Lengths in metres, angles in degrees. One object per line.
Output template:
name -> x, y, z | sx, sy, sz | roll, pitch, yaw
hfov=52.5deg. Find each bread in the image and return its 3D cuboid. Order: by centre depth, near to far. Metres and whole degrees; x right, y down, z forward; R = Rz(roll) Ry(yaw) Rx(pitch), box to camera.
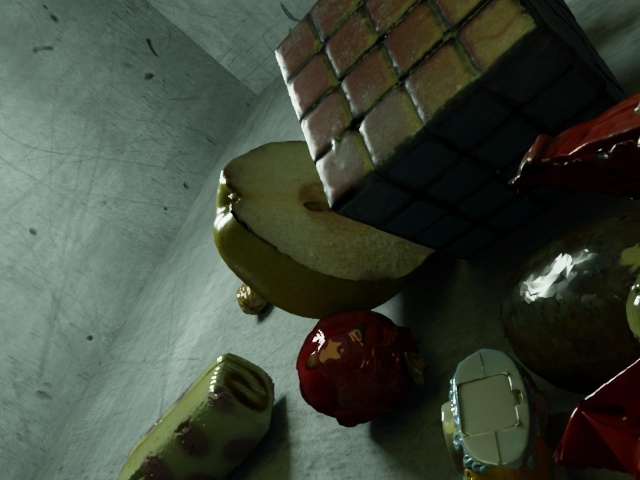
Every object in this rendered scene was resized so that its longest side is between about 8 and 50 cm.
bread -> -0.233, 0.382, 1.225 | 0.338, 0.155, 0.187 | -48, 13, 16

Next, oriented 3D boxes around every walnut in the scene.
walnut -> -0.165, 0.137, 1.589 | 0.096, 0.083, 0.078 | -96, 20, -59

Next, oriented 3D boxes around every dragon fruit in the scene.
dragon fruit -> 0.362, -0.085, 0.496 | 0.282, 0.344, 0.100 | 172, 102, -68
dragon fruit -> 0.050, 0.185, 0.949 | 0.210, 0.172, 0.172 | -29, 31, 47

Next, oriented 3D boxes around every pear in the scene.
pear -> 0.000, 0.000, 1.106 | 0.340, 0.387, 0.191 | -105, 31, -43

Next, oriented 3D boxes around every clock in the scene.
clock -> 0.191, 0.204, 0.670 | 0.103, 0.144, 0.230 | -15, 34, 18

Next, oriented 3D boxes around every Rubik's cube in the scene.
Rubik's cube -> 0.192, -0.218, 0.931 | 0.344, 0.337, 0.343 | -39, 52, 33

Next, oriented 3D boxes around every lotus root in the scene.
lotus root -> 0.282, 0.066, 0.641 | 0.275, 0.152, 0.160 | 127, 151, -64

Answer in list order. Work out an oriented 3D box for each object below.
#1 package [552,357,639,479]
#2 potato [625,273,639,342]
package -> 0.354, 0.139, 0.351 | 0.424, 0.196, 0.123 | -7, 69, 63
potato -> 0.270, 0.011, 0.378 | 0.188, 0.085, 0.105 | -36, 30, -12
